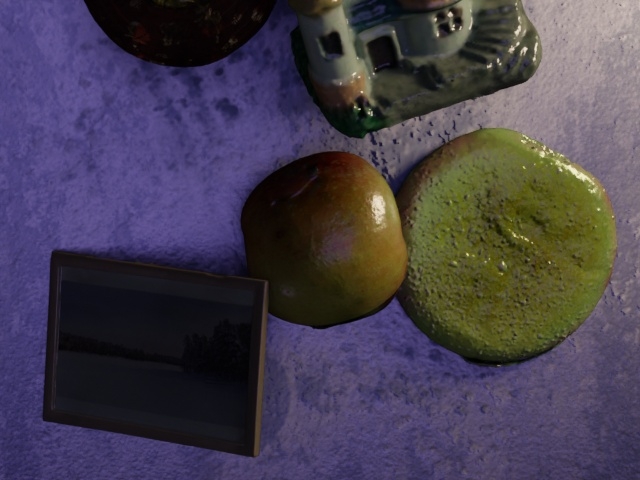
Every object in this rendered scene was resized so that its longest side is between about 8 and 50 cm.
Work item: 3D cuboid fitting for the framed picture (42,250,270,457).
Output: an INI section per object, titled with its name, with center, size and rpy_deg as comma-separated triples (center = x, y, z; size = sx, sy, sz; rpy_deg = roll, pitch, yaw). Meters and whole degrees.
[framed picture]
center = -0.200, 0.133, 1.759
size = 0.289, 0.016, 0.213
rpy_deg = 7, 98, 21

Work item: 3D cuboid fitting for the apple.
[apple]
center = 0.000, 0.000, 1.755
size = 0.188, 0.174, 0.207
rpy_deg = -17, 83, -5

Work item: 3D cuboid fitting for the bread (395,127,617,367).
[bread]
center = 0.222, 0.012, 1.834
size = 0.301, 0.045, 0.301
rpy_deg = -1, 99, -4

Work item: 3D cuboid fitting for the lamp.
[lamp]
center = -0.156, -0.315, 1.664
size = 0.246, 0.247, 0.247
rpy_deg = -1, 98, -5

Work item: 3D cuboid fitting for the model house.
[model house]
center = 0.079, -0.314, 1.631
size = 0.267, 0.194, 0.325
rpy_deg = -19, 132, -2
